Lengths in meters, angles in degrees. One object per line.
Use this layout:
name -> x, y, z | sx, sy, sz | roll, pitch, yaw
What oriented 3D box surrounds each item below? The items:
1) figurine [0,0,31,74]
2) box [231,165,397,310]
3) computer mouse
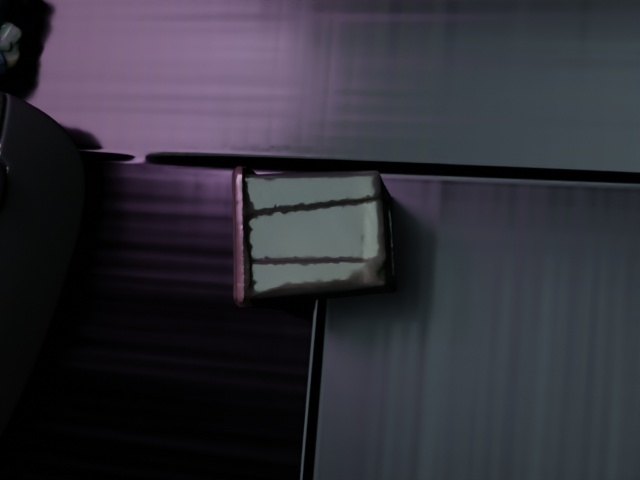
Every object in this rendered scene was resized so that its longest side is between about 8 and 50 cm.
figurine -> -0.204, -0.086, 0.466 | 0.077, 0.079, 0.136 | 26, 91, 17
box -> 0.000, 0.000, 0.404 | 0.063, 0.085, 0.060 | -2, 84, 9
computer mouse -> -0.192, 0.038, 0.438 | 0.057, 0.120, 0.232 | 24, 91, 47
